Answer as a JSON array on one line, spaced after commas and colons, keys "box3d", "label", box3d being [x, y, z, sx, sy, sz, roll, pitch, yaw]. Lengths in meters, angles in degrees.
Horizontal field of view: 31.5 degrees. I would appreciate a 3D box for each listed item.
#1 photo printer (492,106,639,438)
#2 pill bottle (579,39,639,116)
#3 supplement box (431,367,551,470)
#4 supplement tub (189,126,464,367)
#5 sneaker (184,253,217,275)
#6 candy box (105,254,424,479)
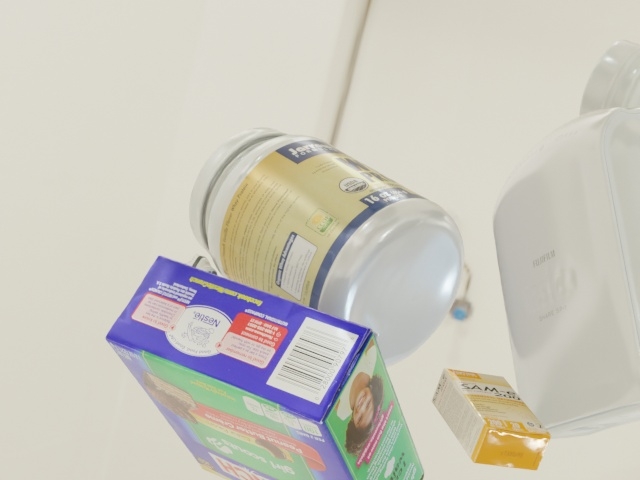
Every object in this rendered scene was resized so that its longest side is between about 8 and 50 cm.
[{"box3d": [0.275, 0.031, 1.144, 0.107, 0.307, 0.256, -1, -16, -18], "label": "photo printer"}, {"box3d": [0.488, -0.152, 1.459, 0.278, 0.162, 0.162, 28, 14, 29], "label": "pill bottle"}, {"box3d": [0.142, 0.149, 0.953, 0.062, 0.036, 0.098, 10, 19, -21], "label": "supplement box"}, {"box3d": [0.000, 0.000, 1.442, 0.228, 0.228, 0.316, 5, 22, -47], "label": "supplement tub"}, {"box3d": [-0.190, 0.061, 1.558, 0.040, 0.109, 0.044, 36, 21, -56], "label": "sneaker"}, {"box3d": [-0.048, 0.182, 1.227, 0.268, 0.122, 0.317, 17, -29, 28], "label": "candy box"}]
